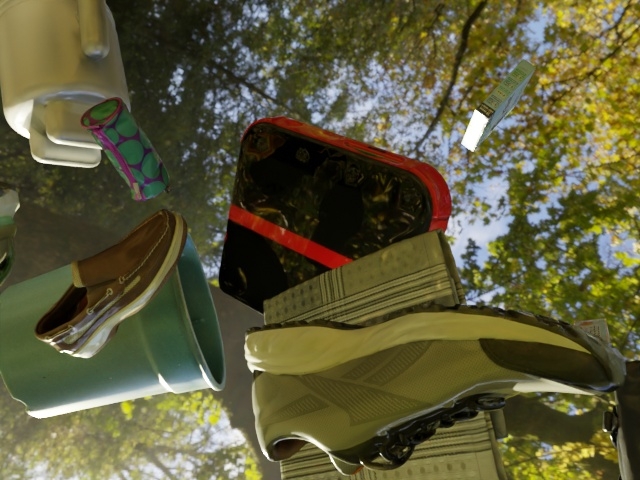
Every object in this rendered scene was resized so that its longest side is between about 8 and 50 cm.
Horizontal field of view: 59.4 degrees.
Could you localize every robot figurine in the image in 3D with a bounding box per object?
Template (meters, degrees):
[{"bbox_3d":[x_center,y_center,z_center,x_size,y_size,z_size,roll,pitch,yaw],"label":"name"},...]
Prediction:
[{"bbox_3d":[-0.452,-0.308,0.982,0.300,0.199,0.354,-25,-107,37],"label":"robot figurine"}]

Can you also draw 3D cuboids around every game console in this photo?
[{"bbox_3d":[0.000,0.000,0.914,0.386,0.060,0.342,25,-66,30],"label":"game console"}]

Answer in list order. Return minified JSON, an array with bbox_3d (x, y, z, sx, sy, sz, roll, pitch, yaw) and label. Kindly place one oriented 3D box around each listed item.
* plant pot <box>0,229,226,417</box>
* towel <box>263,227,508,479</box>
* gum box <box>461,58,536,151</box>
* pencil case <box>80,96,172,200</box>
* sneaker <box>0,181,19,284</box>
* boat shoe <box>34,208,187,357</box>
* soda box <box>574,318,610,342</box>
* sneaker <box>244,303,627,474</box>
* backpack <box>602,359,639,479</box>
[{"bbox_3d":[-0.385,0.162,1.057,0.341,0.334,0.341,164,-90,-85],"label":"plant pot"},{"bbox_3d":[0.063,0.179,0.711,0.324,0.056,0.312,-25,-116,35],"label":"towel"},{"bbox_3d":[0.427,-0.323,1.356,0.184,0.041,0.157,-47,166,-13],"label":"gum box"},{"bbox_3d":[-0.271,-0.124,0.791,0.064,0.152,0.070,-6,-132,15],"label":"pencil case"},{"bbox_3d":[-0.249,0.076,0.328,0.410,0.158,0.182,-17,-95,60],"label":"sneaker"},{"bbox_3d":[-0.283,0.055,0.744,0.257,0.095,0.095,-49,-136,10],"label":"boat shoe"},{"bbox_3d":[0.483,0.194,0.994,0.058,0.183,0.063,-10,-85,27],"label":"soda box"},{"bbox_3d":[0.060,0.102,0.379,0.271,0.100,0.108,-15,-112,37],"label":"sneaker"},{"bbox_3d":[0.598,0.326,0.819,0.273,0.355,0.290,-12,-112,37],"label":"backpack"}]
